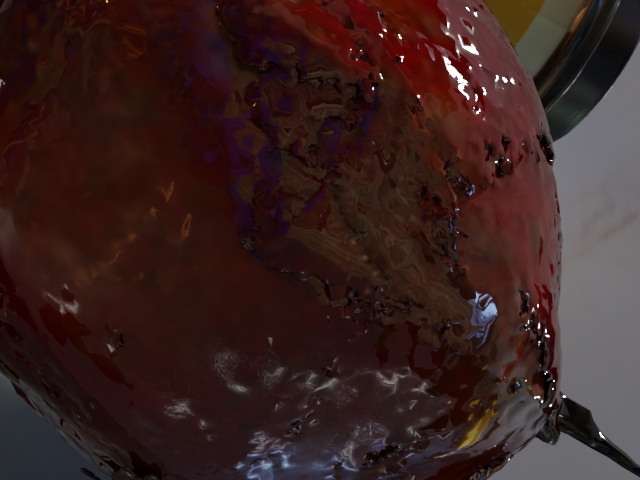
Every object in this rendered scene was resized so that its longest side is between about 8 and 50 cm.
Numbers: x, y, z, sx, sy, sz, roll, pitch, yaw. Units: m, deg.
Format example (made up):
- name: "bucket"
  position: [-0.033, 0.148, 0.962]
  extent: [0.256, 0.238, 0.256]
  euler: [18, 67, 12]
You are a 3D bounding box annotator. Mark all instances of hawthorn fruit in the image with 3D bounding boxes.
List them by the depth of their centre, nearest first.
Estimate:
- name: "hawthorn fruit"
  position: [0.000, 0.000, 0.556]
  extent: [0.235, 0.181, 0.181]
  euler: [35, -34, 9]

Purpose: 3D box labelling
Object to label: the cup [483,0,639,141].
- name: "cup"
  position: [0.041, -0.176, 1.115]
  extent: [0.279, 0.196, 0.196]
  euler: [26, -35, -20]
